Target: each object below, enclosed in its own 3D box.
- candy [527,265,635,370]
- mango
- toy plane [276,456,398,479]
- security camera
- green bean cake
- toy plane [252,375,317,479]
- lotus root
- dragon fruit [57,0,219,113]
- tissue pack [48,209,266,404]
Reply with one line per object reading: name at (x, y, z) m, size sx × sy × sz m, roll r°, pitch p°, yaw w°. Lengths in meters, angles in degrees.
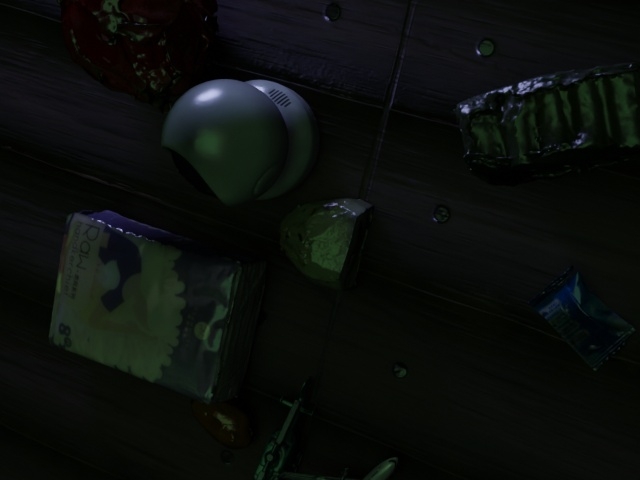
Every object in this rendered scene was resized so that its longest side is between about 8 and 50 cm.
candy at (0.367, 0.110, 1.395) m, size 0.136 × 0.038 × 0.088 m, roll 46°, pitch 114°, yaw 4°
mango at (-0.163, 0.292, 1.640) m, size 0.127 × 0.063 × 0.077 m, roll 36°, pitch 116°, yaw 18°
toy plane at (0.043, 0.409, 1.547) m, size 0.226 × 0.058 × 0.226 m, roll 40°, pitch 99°, yaw -6°
security camera at (-0.126, -0.150, 1.488) m, size 0.194 × 0.236 × 0.194 m, roll 2°, pitch 96°, yaw 22°
green bean cake at (0.318, -0.148, 1.278) m, size 0.241 × 0.255 × 0.132 m, roll -7°, pitch 89°, yaw 29°
toy plane at (-0.062, 0.323, 1.582) m, size 0.060 × 0.096 × 0.235 m, roll 22°, pitch 86°, yaw 18°
lotus root at (-0.002, 0.002, 1.534) m, size 0.144 × 0.070 × 0.143 m, roll 9°, pitch 98°, yaw 24°
dragon fruit at (-0.277, -0.336, 1.536) m, size 0.244 × 0.244 × 0.299 m, roll -41°, pitch 60°, yaw 22°
tissue pack at (-0.274, 0.101, 1.637) m, size 0.344 × 0.125 × 0.242 m, roll 16°, pitch 101°, yaw 22°
